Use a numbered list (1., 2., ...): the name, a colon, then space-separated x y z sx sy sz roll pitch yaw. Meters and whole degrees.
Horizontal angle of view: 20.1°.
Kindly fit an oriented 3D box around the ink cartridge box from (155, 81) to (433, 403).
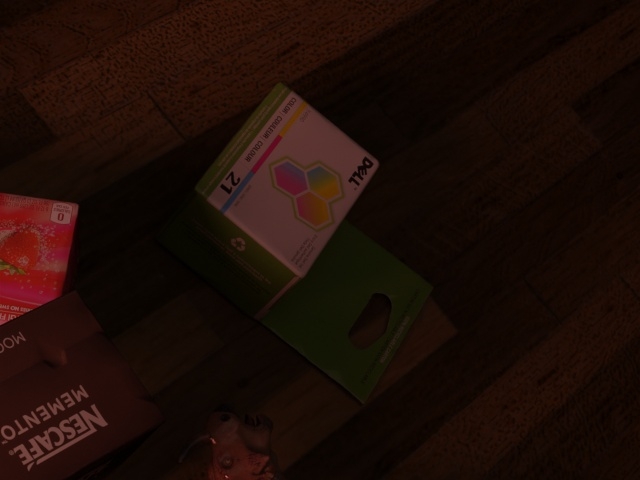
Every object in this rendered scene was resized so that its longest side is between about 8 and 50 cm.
1. ink cartridge box: 0.000 0.000 1.737 0.255 0.097 0.189 38 47 -5

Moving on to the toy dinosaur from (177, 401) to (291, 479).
1. toy dinosaur: -0.020 0.277 1.474 0.200 0.127 0.296 17 24 -21

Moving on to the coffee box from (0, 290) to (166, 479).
1. coffee box: -0.261 0.178 1.301 0.168 0.297 0.119 -27 77 -42

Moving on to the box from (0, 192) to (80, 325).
1. box: -0.325 0.036 1.424 0.257 0.123 0.128 9 56 -4
